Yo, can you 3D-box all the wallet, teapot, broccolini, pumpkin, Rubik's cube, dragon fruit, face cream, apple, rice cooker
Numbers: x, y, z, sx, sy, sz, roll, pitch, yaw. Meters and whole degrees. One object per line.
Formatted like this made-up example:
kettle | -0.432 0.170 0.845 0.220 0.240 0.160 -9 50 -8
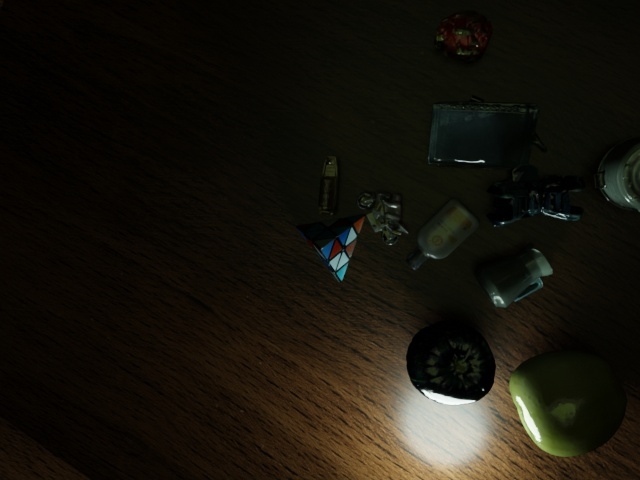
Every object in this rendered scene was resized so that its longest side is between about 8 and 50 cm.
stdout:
wallet | 0.549 -0.360 1.781 0.343 0.075 0.237 4 124 11
teapot | 0.676 0.128 1.808 0.225 0.171 0.203 -31 122 8
broccolini | 0.712 -0.381 1.789 0.074 0.058 0.201 -35 105 29
pumpkin | 0.457 0.437 1.856 0.316 0.238 0.314 0 91 -5
Rubik's cube | 0.000 0.000 1.892 0.250 0.234 0.284 26 103 8
dragon fruit | 0.476 -0.683 1.744 0.172 0.160 0.166 22 134 11
face cream | 0.429 -0.012 1.878 0.291 0.071 0.144 -44 87 15
apple | 0.821 0.539 1.735 0.358 0.357 0.356 2 98 12
rice cooker | 1.025 -0.208 1.638 0.281 0.227 0.241 -10 97 12

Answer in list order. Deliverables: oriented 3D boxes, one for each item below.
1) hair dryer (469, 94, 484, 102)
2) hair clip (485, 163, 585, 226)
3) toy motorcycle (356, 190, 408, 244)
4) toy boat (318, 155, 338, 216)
hair dryer | 0.535 -0.462 1.818 0.047 0.026 0.083 26 106 9
hair clip | 0.701 -0.137 1.722 0.311 0.206 0.194 -3 112 5
toy motorcycle | 0.245 -0.104 1.906 0.152 0.073 0.225 -35 89 12
toy boat | 0.031 -0.201 1.932 0.068 0.088 0.225 7 100 12
